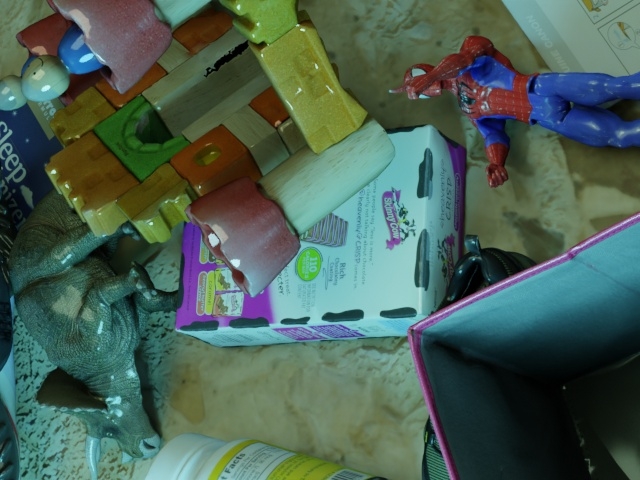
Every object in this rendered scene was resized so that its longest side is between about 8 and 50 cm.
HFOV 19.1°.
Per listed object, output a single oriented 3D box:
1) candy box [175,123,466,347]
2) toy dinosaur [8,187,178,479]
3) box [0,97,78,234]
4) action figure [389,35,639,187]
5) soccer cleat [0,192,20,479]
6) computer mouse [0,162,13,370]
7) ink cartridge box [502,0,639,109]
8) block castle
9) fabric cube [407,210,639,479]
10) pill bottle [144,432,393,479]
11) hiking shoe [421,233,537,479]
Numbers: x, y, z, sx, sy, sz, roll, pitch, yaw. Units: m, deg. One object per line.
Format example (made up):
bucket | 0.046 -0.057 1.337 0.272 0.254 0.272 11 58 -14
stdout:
candy box | 0.000 0.000 1.563 0.233 0.071 0.159 -5 73 31
toy dinosaur | -0.209 0.036 1.630 0.160 0.121 0.313 -30 74 16
box | -0.272 -0.060 1.766 0.225 0.036 0.136 -42 61 14
action figure | 0.168 -0.089 1.443 0.280 0.139 0.091 14 127 33
soccer cleat | -0.321 0.099 1.701 0.108 0.116 0.318 -3 75 -14
computer mouse | -0.288 0.016 1.644 0.071 0.041 0.242 -26 56 45
ink cartridge box | 0.220 -0.269 1.416 0.261 0.066 0.296 -29 99 47
block castle | -0.165 -0.166 1.499 0.213 0.303 0.453 -37 39 -8
fabric cube | 0.253 0.141 1.265 0.259 0.258 0.254 -28 64 23
pill bottle | -0.032 0.223 1.497 0.208 0.119 0.119 13 84 33
hiking shoe | 0.105 0.111 1.446 0.086 0.114 0.227 2 79 32
